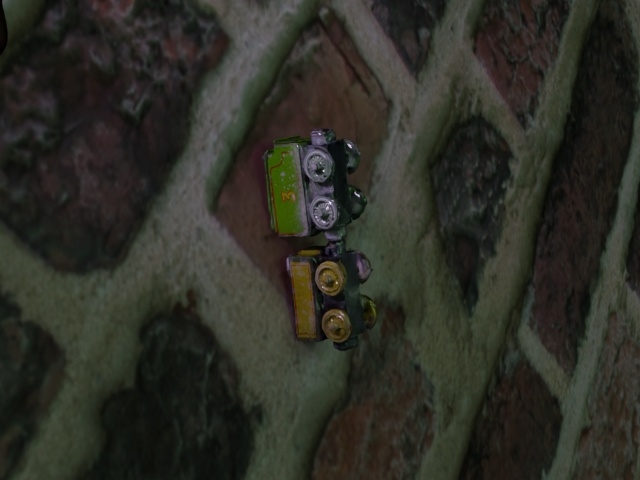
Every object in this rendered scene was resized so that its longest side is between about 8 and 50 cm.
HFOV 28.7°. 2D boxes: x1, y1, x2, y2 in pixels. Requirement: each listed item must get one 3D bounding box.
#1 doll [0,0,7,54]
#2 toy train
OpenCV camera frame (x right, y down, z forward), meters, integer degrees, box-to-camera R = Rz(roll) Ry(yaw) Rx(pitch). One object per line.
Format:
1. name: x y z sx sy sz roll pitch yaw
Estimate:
1. doll: -0.339 -0.122 0.552 0.340 0.318 0.209 -35 141 -45
2. toy train: 0.000 0.000 1.133 0.060 0.081 0.202 -16 102 -53
